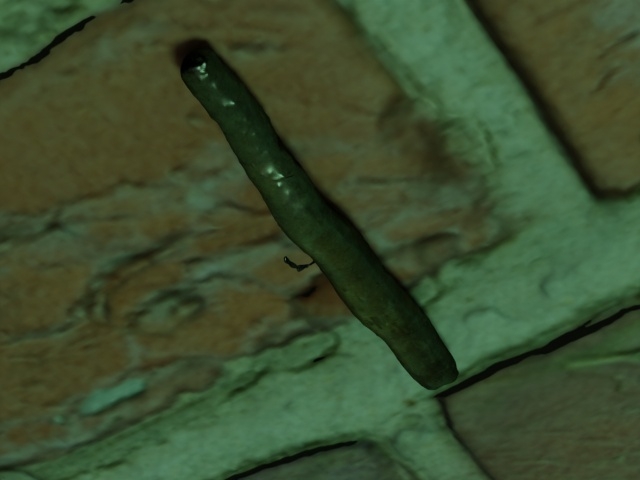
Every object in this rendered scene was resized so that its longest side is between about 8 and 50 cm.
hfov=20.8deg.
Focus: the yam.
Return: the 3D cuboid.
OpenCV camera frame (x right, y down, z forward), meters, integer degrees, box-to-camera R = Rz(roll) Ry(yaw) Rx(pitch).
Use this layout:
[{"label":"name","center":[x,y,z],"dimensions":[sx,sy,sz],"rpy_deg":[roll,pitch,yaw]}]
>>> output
[{"label":"yam","center":[0.001,-0.001,0.745],"dimensions":[0.029,0.027,0.234],"rpy_deg":[-2,144,33]}]
